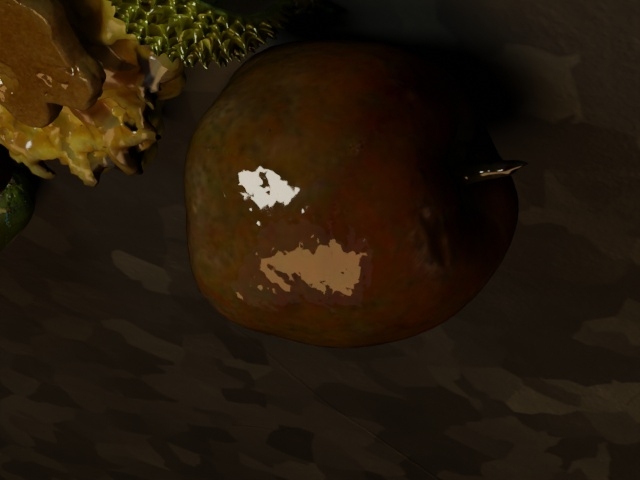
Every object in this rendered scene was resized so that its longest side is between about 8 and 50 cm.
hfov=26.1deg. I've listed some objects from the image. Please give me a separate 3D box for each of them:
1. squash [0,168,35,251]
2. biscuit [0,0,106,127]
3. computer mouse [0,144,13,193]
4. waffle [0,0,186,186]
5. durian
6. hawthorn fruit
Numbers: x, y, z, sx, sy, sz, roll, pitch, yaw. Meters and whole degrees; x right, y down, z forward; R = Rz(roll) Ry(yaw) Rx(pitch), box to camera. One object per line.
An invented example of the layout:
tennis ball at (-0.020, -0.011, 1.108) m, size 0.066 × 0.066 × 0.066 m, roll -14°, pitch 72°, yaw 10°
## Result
squash at (-0.431, -0.011, 1.689) m, size 0.087 × 0.087 × 0.331 m, roll 33°, pitch 148°, yaw -24°
biscuit at (-0.305, -0.171, 1.214) m, size 0.249 × 0.035 × 0.184 m, roll 0°, pitch 140°, yaw 33°
computer mouse at (-0.439, -0.121, 1.455) m, size 0.245 × 0.126 × 0.056 m, roll 27°, pitch 120°, yaw -9°
waffle at (-0.305, -0.203, 1.276) m, size 0.382 × 0.095 × 0.379 m, roll 23°, pitch 150°, yaw -2°
durian at (-0.093, -0.198, 1.133) m, size 0.215 × 0.100 × 0.086 m, roll 22°, pitch 161°, yaw -20°
hawthorn fruit at (0.039, -0.037, 1.173) m, size 0.301 × 0.267 × 0.268 m, roll 0°, pitch 146°, yaw 30°
